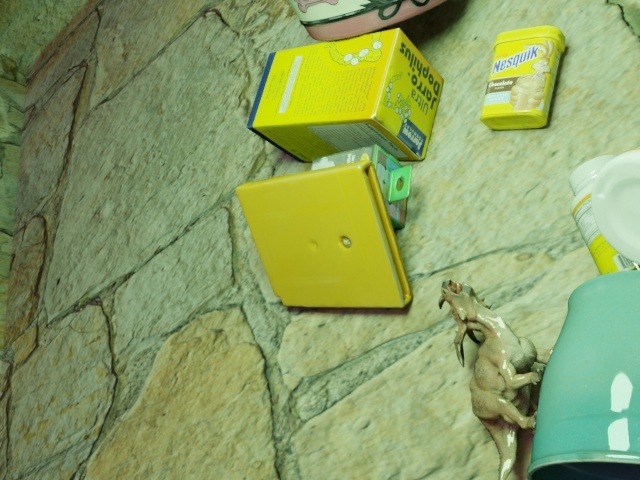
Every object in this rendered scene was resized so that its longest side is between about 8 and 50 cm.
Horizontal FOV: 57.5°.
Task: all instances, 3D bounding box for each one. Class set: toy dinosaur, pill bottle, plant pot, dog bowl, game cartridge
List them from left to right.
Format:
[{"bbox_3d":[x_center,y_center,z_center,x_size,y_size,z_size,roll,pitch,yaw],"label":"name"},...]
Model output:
[{"bbox_3d":[0.000,0.000,1.153,0.324,0.053,0.285,-4,112,40],"label":"game cartridge"},{"bbox_3d":[0.115,-0.554,1.229,0.408,0.150,0.408,-17,28,10],"label":"dog bowl"},{"bbox_3d":[0.273,0.214,0.906,0.200,0.127,0.295,1,84,48],"label":"toy dinosaur"},{"bbox_3d":[0.447,-0.018,0.854,0.117,0.117,0.215,-29,55,27],"label":"pill bottle"},{"bbox_3d":[0.405,0.186,0.720,0.272,0.271,0.255,-10,51,37],"label":"plant pot"},{"bbox_3d":[0.495,-0.080,0.740,0.272,0.152,0.152,-24,44,-21],"label":"pill bottle"}]

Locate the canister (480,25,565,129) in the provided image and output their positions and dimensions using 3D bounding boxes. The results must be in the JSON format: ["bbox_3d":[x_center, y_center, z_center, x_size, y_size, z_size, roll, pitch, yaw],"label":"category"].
[{"bbox_3d":[0.369,-0.294,1.071,0.126,0.073,0.169,6,77,42],"label":"canister"}]

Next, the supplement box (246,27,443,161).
[{"bbox_3d":[0.048,-0.295,1.257,0.357,0.194,0.195,6,76,41],"label":"supplement box"}]

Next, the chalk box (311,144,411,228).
[{"bbox_3d":[0.095,-0.100,1.178,0.213,0.132,0.132,-5,68,38],"label":"chalk box"}]
